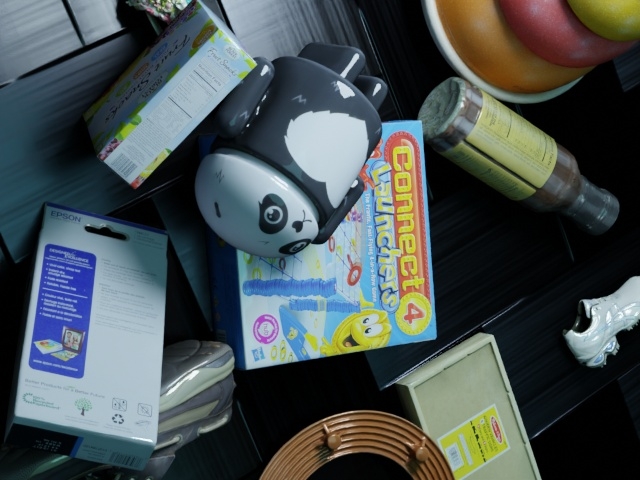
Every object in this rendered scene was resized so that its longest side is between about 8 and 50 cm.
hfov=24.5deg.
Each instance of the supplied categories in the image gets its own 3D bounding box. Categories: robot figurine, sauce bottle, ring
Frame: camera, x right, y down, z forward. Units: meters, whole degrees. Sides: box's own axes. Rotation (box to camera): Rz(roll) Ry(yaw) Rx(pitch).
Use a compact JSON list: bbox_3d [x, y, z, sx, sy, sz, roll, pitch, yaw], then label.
[{"bbox_3d":[-0.032,-0.110,1.794,0.209,0.173,0.278,35,72,-4],"label":"robot figurine"},{"bbox_3d":[0.292,-0.110,2.134,0.344,0.111,0.111,32,75,-29],"label":"sauce bottle"},{"bbox_3d":[0.052,0.400,2.023,0.337,0.032,0.336,-2,95,-24],"label":"ring"}]

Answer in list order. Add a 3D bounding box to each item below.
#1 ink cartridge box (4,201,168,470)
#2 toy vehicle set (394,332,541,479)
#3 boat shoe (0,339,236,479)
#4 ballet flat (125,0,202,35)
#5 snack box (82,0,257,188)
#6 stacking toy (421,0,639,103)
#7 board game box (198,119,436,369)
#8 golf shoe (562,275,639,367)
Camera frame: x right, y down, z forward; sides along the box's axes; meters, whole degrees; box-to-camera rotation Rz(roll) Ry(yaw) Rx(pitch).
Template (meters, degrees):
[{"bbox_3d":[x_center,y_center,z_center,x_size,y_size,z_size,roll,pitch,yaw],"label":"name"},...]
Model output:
[{"bbox_3d":[-0.269,0.107,1.739,0.165,0.065,0.332,14,45,-15],"label":"ink cartridge box"},{"bbox_3d":[0.220,0.290,2.141,0.166,0.035,0.266,-26,104,-28],"label":"toy vehicle set"},{"bbox_3d":[-0.233,0.243,1.796,0.355,0.132,0.130,-27,110,-34],"label":"boat shoe"},{"bbox_3d":[-0.153,-0.253,1.886,0.077,0.091,0.241,-40,110,8],"label":"ballet flat"},{"bbox_3d":[-0.184,-0.179,1.762,0.207,0.174,0.070,-46,115,7],"label":"snack box"},{"bbox_3d":[0.392,-0.368,1.970,0.351,0.480,0.350,-1,92,-32],"label":"stacking toy"},{"bbox_3d":[0.000,0.000,1.970,0.302,0.086,0.308,-7,95,-31],"label":"board game box"},{"bbox_3d":[0.438,0.108,2.255,0.086,0.069,0.176,46,68,-18],"label":"golf shoe"}]
